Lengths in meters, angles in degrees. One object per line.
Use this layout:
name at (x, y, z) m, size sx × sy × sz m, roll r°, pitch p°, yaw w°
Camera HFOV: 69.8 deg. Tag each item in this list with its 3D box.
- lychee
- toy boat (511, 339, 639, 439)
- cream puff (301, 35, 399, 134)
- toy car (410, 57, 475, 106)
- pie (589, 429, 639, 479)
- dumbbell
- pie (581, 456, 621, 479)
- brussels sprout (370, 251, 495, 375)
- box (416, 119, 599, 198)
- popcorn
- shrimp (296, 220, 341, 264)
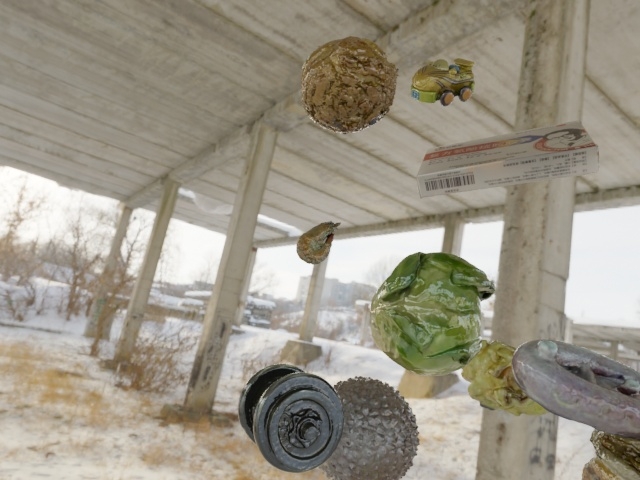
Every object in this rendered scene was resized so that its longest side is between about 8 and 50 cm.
lychee at (0.097, 0.493, 1.167) m, size 0.300 × 0.300 × 0.300 m, roll 11°, pitch -13°, yaw 2°
toy boat at (0.424, 0.216, 0.724) m, size 0.228 × 0.085 × 0.155 m, roll 16°, pitch 27°, yaw 15°
cream puff at (0.050, -0.232, 0.705) m, size 0.165 × 0.115 × 0.150 m, roll -27°, pitch -30°, yaw -19°
toy car at (0.462, -0.607, 1.727) m, size 0.248 × 0.142 × 0.200 m, roll -19°, pitch 37°, yaw -20°
pie at (0.528, 0.353, 0.716) m, size 0.193 × 0.079 × 0.163 m, roll 26°, pitch 2°, yaw 44°
dumbbell at (-0.065, 0.366, 0.968) m, size 0.192 × 0.192 × 0.290 m, roll 15°, pitch -12°, yaw -17°
pie at (0.771, 0.724, 1.199) m, size 0.092 × 0.315 × 0.315 m, roll 2°, pitch -13°, yaw 2°
brussels sprout at (0.243, 0.163, 1.021) m, size 0.294 × 0.259 × 0.227 m, roll -19°, pitch -29°, yaw 34°
box at (0.410, -0.184, 1.040) m, size 0.353 × 0.069 × 0.214 m, roll -5°, pitch 25°, yaw 23°
popcorn at (0.585, 0.425, 1.429) m, size 0.286 × 0.215 × 0.252 m, roll 14°, pitch -29°, yaw 23°
shrimp at (0.000, 0.000, 1.382) m, size 0.101 × 0.190 × 0.042 m, roll 47°, pitch -33°, yaw -1°
